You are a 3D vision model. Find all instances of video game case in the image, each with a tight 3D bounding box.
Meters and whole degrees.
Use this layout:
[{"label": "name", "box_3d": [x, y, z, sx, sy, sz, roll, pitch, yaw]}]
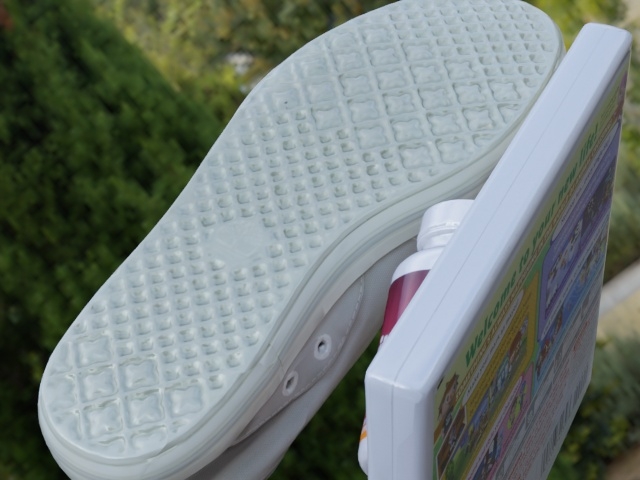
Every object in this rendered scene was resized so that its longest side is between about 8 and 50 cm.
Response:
[{"label": "video game case", "box_3d": [0.069, 0.051, 0.573, 0.212, 0.023, 0.193, -54, -28, -42]}]

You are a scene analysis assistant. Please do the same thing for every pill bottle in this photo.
[{"label": "pill bottle", "box_3d": [0.074, 0.059, 0.819, 0.086, 0.086, 0.152, -30, 41, 54]}]

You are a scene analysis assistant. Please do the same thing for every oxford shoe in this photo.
[{"label": "oxford shoe", "box_3d": [0.000, 0.000, 0.947, 0.449, 0.169, 0.130, -49, -32, -27]}]
